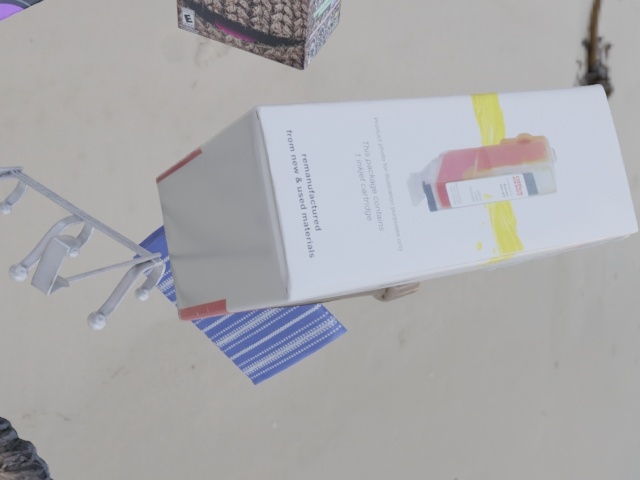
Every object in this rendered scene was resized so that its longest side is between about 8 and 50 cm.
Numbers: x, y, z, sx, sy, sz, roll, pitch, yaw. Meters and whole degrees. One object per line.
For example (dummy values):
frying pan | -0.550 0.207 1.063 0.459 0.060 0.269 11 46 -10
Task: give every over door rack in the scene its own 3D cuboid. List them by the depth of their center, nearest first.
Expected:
over door rack | -0.328 -0.004 0.931 0.108 0.240 0.324 -60 172 0

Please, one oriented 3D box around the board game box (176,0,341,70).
board game box | -0.090 -0.443 1.301 0.291 0.232 0.141 96 19 -50

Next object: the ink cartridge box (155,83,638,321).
ink cartridge box | 0.068 -0.034 0.854 0.385 0.279 0.160 -8 85 -28

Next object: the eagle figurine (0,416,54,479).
eagle figurine | -0.354 0.187 0.682 0.225 0.298 0.226 27 104 -42

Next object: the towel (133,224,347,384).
towel | -0.145 0.085 1.476 0.336 0.243 0.040 48 36 -11

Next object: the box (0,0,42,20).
box | -0.221 -0.252 0.415 0.165 0.143 0.270 -46 145 -42

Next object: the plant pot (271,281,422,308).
plant pot | 0.000 0.000 1.311 0.229 0.263 0.263 -22 116 -13
